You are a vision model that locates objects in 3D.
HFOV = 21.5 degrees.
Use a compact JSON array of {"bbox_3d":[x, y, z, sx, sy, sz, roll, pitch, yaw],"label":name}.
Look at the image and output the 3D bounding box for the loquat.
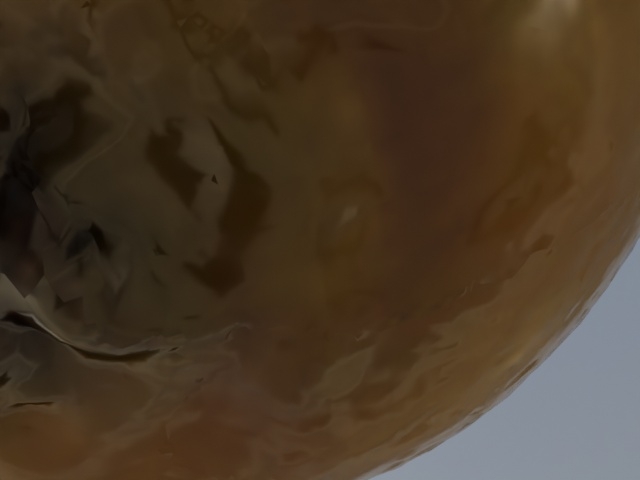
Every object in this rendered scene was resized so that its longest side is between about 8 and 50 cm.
[{"bbox_3d":[-0.043,-0.074,0.519,0.328,0.328,0.328,-23,-33,-16],"label":"loquat"}]
